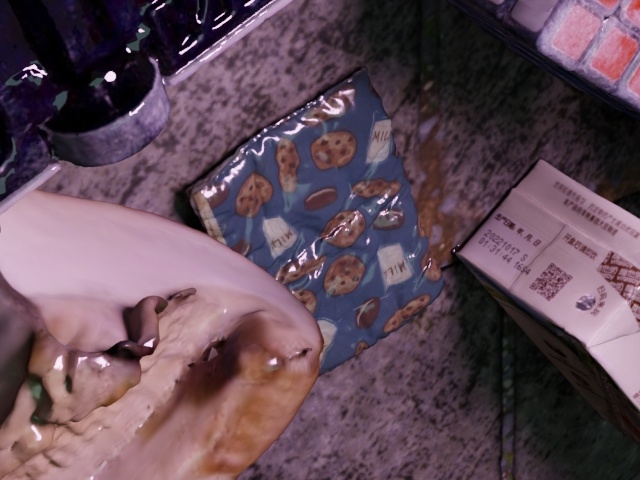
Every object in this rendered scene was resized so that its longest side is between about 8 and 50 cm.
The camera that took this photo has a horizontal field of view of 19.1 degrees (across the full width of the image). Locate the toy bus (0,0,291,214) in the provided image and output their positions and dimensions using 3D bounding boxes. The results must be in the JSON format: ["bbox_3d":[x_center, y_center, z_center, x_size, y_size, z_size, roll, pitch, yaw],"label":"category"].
[{"bbox_3d":[-0.151,-0.218,1.188,0.440,0.249,0.209,-39,132,-18],"label":"toy bus"}]

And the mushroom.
[{"bbox_3d":[-0.217,0.167,1.423,0.314,0.224,0.397,7,119,-54],"label":"mushroom"}]

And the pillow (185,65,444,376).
[{"bbox_3d":[0.002,0.000,1.577,0.189,0.034,0.255,-35,130,-17],"label":"pillow"}]

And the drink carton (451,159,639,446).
[{"bbox_3d":[0.289,0.088,1.723,0.132,0.194,0.324,-49,133,-4],"label":"drink carton"}]

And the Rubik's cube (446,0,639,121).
[{"bbox_3d":[0.222,-0.241,1.454,0.237,0.237,0.238,27,97,-44],"label":"Rubik's cube"}]
